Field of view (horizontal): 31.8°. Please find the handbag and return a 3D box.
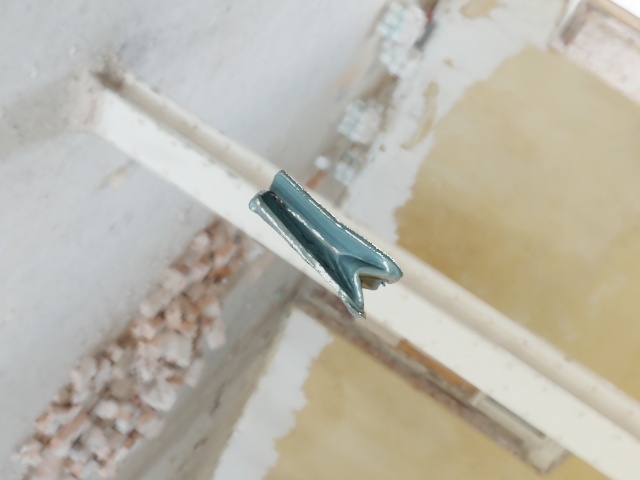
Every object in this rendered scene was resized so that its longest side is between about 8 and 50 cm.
[{"bbox_3d":[0.000,0.000,1.176,0.062,0.179,0.229,-45,177,-3],"label":"handbag"}]
